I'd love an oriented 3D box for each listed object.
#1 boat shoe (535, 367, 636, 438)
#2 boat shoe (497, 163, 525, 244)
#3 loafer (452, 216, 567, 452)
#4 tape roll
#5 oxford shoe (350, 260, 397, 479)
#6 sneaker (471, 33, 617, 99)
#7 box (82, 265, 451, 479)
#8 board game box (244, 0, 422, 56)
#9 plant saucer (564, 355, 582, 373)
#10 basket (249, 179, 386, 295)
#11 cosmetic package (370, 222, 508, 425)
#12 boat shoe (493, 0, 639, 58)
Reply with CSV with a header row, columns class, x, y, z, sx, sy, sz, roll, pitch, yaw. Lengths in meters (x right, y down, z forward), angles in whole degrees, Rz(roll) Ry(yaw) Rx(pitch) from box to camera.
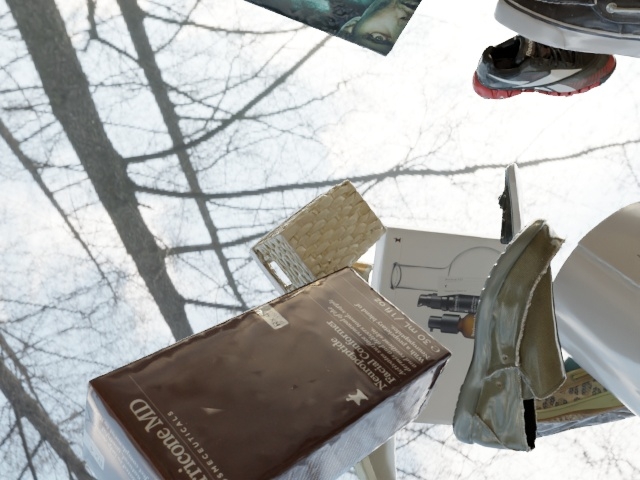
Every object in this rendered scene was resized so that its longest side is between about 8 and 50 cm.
class,x,y,z,sx,sy,sz,roll,pitch,yaw
boat shoe,0.362,0.249,1.025,0.285,0.104,0.089,-13,-123,10
boat shoe,0.323,-0.061,1.119,0.040,0.049,0.142,-7,-103,29
loafer,0.194,0.097,0.616,0.087,0.251,0.094,20,-149,26
tape roll,0.435,0.090,0.831,0.246,0.246,0.169,-17,-143,-19
oxford shoe,0.083,0.235,1.094,0.130,0.169,0.449,-14,-92,3
sneaker,0.435,-0.345,1.275,0.276,0.135,0.097,-1,-113,14
box,-0.048,0.182,0.743,0.381,0.143,0.191,-23,-128,-41
board game box,-0.017,-0.191,0.394,0.186,0.126,0.026,18,-120,-11
plant saucer,0.427,0.175,1.020,0.067,0.018,0.192,39,-87,-13
basket,0.000,0.000,0.960,0.167,0.103,0.113,-40,-87,-34
cosmetic package,0.234,0.167,1.285,0.284,0.377,0.097,6,-174,-5
boat shoe,0.364,-0.281,0.780,0.301,0.102,0.108,18,-139,19
